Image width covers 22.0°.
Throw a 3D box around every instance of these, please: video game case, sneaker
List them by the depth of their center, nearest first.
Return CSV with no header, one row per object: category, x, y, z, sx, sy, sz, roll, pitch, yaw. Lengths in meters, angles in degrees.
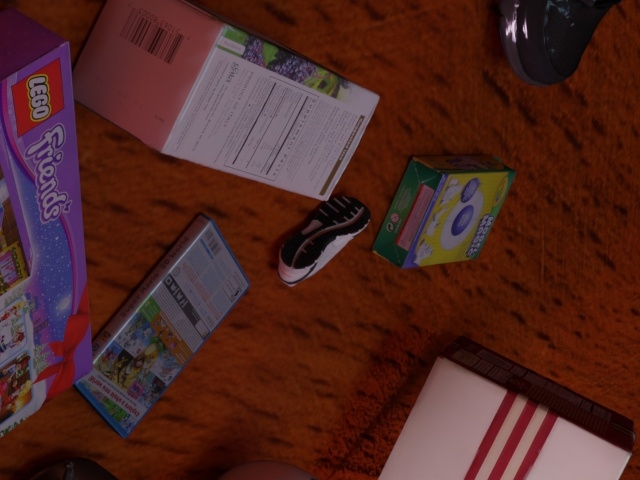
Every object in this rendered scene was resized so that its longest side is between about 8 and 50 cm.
video game case,-0.126,0.070,1.311,0.166,0.015,0.119,-51,153,-14
sneaker,0.000,0.000,1.436,0.109,0.040,0.043,-36,162,-32
sneaker,0.264,-0.278,1.473,0.125,0.140,0.341,-27,141,-51

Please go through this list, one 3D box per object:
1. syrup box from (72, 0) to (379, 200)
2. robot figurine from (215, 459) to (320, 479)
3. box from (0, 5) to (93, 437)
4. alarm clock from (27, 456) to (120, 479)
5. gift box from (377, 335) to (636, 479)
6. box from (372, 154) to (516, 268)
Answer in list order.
syrup box,-0.061,-0.102,1.154,0.237,0.093,0.096,12,107,-62
robot figurine,-0.079,0.332,1.485,0.173,0.209,0.278,46,74,-26
box,-0.238,0.024,1.026,0.201,0.057,0.293,-37,146,-35
alarm clock,-0.201,0.242,1.308,0.129,0.064,0.192,-52,150,-13
gift box,0.163,0.261,1.756,0.258,0.276,0.255,-66,166,6
box,0.128,-0.030,1.609,0.179,0.043,0.105,-9,126,-59
